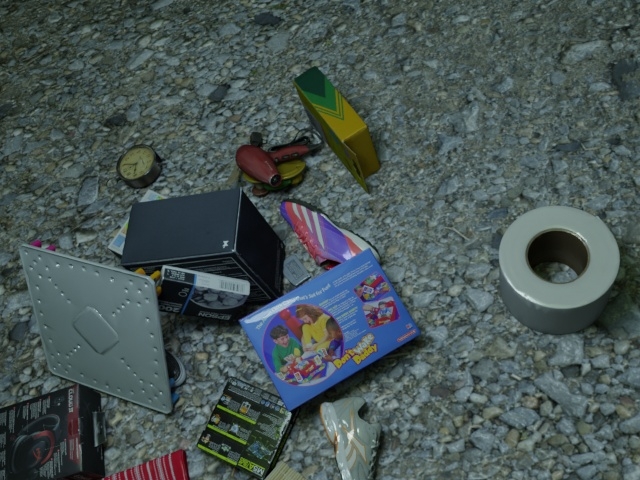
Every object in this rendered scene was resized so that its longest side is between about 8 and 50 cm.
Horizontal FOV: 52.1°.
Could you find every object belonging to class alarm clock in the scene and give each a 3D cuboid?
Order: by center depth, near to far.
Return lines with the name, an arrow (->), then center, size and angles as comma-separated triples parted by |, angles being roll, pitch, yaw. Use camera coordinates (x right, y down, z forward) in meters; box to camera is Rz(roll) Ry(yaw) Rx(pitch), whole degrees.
alarm clock -> -0.559, -0.211, 1.964 | 0.192, 0.064, 0.129 | -30, 59, -3

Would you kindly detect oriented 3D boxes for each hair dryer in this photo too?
hair dryer -> -0.121, -0.240, 1.782 | 0.223, 0.080, 0.293 | -4, 38, 12

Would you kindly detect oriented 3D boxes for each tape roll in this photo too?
tape roll -> 0.521, 0.068, 1.450 | 0.246, 0.169, 0.246 | -7, 61, 12

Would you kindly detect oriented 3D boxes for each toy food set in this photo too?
toy food set -> -0.142, -0.175, 1.831 | 0.217, 0.071, 0.128 | -5, 37, 11

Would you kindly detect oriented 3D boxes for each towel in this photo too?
towel -> -0.420, 0.620, 1.512 | 0.274, 0.031, 0.199 | -22, 59, 4

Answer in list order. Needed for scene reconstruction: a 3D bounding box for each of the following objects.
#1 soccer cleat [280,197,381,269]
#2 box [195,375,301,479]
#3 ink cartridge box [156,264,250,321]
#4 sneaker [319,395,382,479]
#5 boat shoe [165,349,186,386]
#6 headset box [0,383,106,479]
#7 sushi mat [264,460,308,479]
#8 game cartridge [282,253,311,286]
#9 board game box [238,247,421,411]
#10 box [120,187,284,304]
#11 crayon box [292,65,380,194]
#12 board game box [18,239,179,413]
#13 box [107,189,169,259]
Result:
soccer cleat -> 0.000, 0.000, 1.671 | 0.318, 0.109, 0.116 | 33, 72, 24
box -> -0.168, 0.436, 1.528 | 0.190, 0.045, 0.184 | 17, 71, 22
ink cartridge box -> -0.297, 0.145, 1.575 | 0.206, 0.208, 0.045 | 12, 54, -18
sneaker -> 0.090, 0.455, 1.417 | 0.121, 0.099, 0.262 | -21, 61, -1
boat shoe -> -0.433, 0.284, 1.663 | 0.080, 0.076, 0.228 | -45, 60, -9
headset box -> -0.661, 0.495, 1.599 | 0.293, 0.110, 0.218 | -19, 60, 6
sushi mat -> -0.116, 0.602, 1.348 | 0.151, 0.019, 0.316 | 25, 41, 25
game cartridge -> -0.068, 0.079, 1.701 | 0.056, 0.017, 0.083 | -33, 59, -7
board game box -> 0.021, 0.203, 1.509 | 0.347, 0.078, 0.233 | -28, 79, -8
box -> -0.277, 0.029, 1.617 | 0.296, 0.294, 0.183 | -7, 62, 16
crayon box -> 0.058, -0.294, 1.754 | 0.081, 0.202, 0.318 | -33, 61, -3
board game box -> -0.530, 0.207, 1.586 | 0.390, 0.390, 0.050 | 12, 31, 21
box -> -0.470, -0.022, 1.817 | 0.114, 0.103, 0.203 | 22, 71, 25
